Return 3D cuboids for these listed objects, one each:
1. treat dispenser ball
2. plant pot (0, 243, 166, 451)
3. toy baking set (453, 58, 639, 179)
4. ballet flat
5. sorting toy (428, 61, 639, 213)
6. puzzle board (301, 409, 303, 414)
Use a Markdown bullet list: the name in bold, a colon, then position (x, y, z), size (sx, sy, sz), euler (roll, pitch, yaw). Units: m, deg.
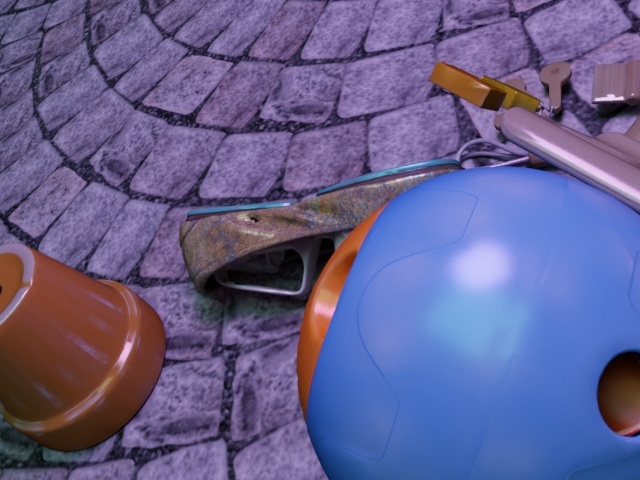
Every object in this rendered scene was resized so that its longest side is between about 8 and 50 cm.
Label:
- **treat dispenser ball**: position (0.127, 0.092, 0.532), size (0.288, 0.288, 0.288), euler (-15, 49, 19)
- **plant pot**: position (-0.313, 0.107, 0.839), size (0.205, 0.188, 0.205), euler (-15, 49, 19)
- **toy baking set**: position (0.251, -0.103, 0.801), size (0.197, 0.030, 0.256), euler (23, 69, 43)
- **ballet flat**: position (0.000, 0.000, 0.812), size (0.349, 0.123, 0.123), euler (-10, 51, 23)
- **sorting toy**: position (0.246, -0.065, 0.636), size (0.307, 0.229, 0.041), euler (38, 115, 33)
- **puzzle board**: position (0.055, 0.159, 0.714), size (0.128, 0.011, 0.096), euler (-39, 47, -3)
